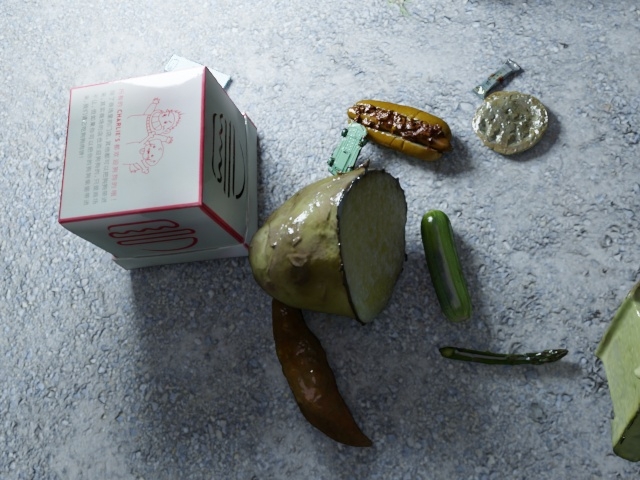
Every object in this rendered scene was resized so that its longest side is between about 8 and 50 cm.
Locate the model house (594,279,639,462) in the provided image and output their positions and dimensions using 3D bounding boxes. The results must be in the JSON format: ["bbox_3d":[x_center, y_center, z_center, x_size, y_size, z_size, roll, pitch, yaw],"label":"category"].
[{"bbox_3d":[0.619,0.204,1.253,0.322,0.261,0.266,4,46,-1],"label":"model house"}]

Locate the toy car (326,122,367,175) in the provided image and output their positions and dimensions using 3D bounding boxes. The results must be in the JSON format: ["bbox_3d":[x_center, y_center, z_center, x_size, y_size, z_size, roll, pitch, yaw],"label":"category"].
[{"bbox_3d":[0.059,-0.187,1.596,0.059,0.035,0.121,29,98,25],"label":"toy car"}]

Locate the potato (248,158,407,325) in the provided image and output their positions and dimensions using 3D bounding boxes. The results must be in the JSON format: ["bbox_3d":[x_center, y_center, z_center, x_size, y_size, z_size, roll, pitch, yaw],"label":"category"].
[{"bbox_3d":[0.000,0.000,1.468,0.237,0.289,0.300,3,104,34],"label":"potato"}]

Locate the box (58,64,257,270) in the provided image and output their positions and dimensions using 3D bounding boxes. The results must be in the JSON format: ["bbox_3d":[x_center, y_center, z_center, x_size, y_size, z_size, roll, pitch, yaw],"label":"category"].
[{"bbox_3d":[-0.317,-0.138,1.556,0.313,0.300,0.314,-6,71,14],"label":"box"}]

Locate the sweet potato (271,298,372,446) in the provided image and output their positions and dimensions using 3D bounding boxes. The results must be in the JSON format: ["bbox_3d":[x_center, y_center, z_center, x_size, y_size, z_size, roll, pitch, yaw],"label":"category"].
[{"bbox_3d":[-0.025,0.250,1.456,0.106,0.095,0.354,-15,66,-34],"label":"sweet potato"}]

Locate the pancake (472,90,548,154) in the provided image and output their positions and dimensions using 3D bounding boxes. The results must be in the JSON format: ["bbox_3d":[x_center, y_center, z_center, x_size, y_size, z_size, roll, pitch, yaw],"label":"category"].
[{"bbox_3d":[0.387,-0.244,1.550,0.152,0.025,0.151,-5,72,15],"label":"pancake"}]

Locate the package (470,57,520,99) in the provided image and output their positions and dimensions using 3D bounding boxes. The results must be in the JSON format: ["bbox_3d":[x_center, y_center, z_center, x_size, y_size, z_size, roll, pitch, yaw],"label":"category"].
[{"bbox_3d":[0.367,-0.337,1.592,0.110,0.015,0.037,-40,61,-2],"label":"package"}]

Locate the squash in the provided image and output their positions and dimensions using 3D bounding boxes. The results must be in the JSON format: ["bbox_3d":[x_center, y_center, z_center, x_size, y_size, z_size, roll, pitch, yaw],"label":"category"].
[{"bbox_3d":[0.241,0.046,1.472,0.066,0.066,0.228,-16,69,10],"label":"squash"}]

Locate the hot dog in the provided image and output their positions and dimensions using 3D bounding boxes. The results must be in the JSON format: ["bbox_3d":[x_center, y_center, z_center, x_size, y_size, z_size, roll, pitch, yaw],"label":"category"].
[{"bbox_3d":[0.167,-0.237,1.580,0.249,0.076,0.102,24,76,22],"label":"hot dog"}]

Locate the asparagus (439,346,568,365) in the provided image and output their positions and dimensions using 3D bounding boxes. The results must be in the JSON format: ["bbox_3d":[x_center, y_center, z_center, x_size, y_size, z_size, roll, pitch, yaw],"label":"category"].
[{"bbox_3d":[0.336,0.214,1.409,0.236,0.027,0.034,0,83,16],"label":"asparagus"}]

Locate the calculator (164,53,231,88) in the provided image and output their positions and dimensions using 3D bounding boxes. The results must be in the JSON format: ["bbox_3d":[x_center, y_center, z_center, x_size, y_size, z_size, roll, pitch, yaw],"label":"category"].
[{"bbox_3d":[-0.291,-0.390,1.787,0.172,0.018,0.057,23,81,21],"label":"calculator"}]
